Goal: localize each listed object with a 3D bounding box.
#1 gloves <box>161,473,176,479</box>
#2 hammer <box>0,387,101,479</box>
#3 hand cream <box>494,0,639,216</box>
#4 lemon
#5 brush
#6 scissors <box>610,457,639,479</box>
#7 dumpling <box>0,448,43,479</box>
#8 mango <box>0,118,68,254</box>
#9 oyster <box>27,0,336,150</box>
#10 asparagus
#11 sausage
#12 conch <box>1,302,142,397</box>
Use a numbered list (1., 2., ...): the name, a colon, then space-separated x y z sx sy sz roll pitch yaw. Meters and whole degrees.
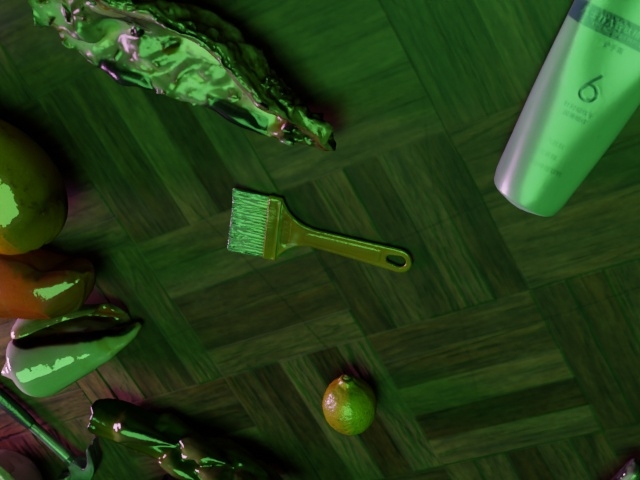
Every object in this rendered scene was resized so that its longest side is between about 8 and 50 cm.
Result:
1. gloves: -0.127 0.379 1.462 0.286 0.142 0.119 16 124 -14
2. hammer: -0.387 0.227 1.507 0.103 0.029 0.246 -35 105 33
3. hand cream: 0.253 -0.160 1.035 0.109 0.067 0.320 27 119 1
4. lemon: 0.033 0.187 1.319 0.062 0.062 0.083 3 125 16
5. brush: 0.000 0.000 1.239 0.205 0.011 0.083 14 125 8
6. scissors: 0.306 0.348 1.347 0.138 0.041 0.289 23 130 1
7. dumpling: -0.426 0.351 1.552 0.136 0.118 0.199 28 148 1
8. mango: -0.372 -0.076 1.257 0.219 0.112 0.145 42 124 4
9. oyster: -0.134 -0.178 1.135 0.345 0.078 0.128 26 147 -1
10. asparagus: -0.150 0.269 1.428 0.287 0.080 0.080 23 127 12
11. sausage: -0.338 0.048 1.337 0.179 0.089 0.089 4 123 22
12. conch: -0.304 0.126 1.372 0.176 0.094 0.104 -17 96 24
